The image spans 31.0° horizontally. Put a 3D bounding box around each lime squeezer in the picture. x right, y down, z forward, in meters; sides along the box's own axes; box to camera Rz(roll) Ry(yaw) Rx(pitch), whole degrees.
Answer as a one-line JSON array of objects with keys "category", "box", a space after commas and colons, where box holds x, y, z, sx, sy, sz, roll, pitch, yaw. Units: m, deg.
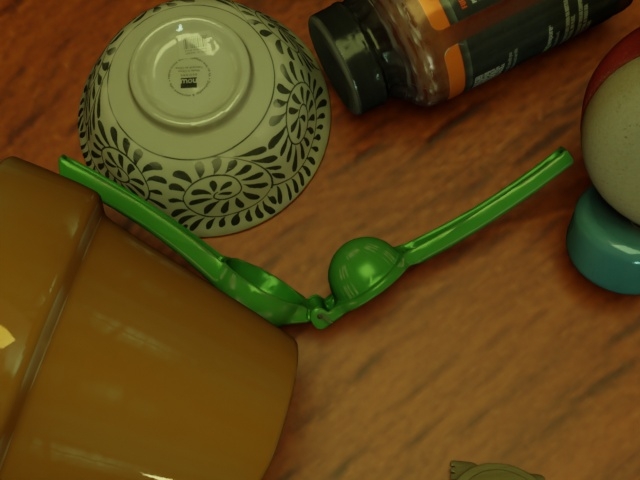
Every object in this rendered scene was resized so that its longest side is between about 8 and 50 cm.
[{"category": "lime squeezer", "box": [0.000, 0.000, 0.714, 0.310, 0.059, 0.110, -2, 87, -3]}]

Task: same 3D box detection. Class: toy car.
[{"category": "toy car", "box": [0.270, -0.107, 0.700, 0.210, 0.219, 0.238, 14, 47, 6]}]

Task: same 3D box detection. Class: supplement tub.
[{"category": "supplement tub", "box": [0.094, -0.154, 0.736, 0.198, 0.106, 0.106, -27, 76, -7]}]

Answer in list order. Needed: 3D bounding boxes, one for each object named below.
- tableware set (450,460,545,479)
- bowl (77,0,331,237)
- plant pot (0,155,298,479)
[{"category": "tableware set", "box": [0.079, 0.196, 0.649, 0.141, 0.020, 0.169, -4, 44, -10]}, {"category": "bowl", "box": [-0.078, -0.093, 0.737, 0.170, 0.080, 0.170, 0, 75, 1]}, {"category": "plant pot", "box": [-0.122, 0.082, 0.641, 0.188, 0.205, 0.205, 22, 76, -9]}]
